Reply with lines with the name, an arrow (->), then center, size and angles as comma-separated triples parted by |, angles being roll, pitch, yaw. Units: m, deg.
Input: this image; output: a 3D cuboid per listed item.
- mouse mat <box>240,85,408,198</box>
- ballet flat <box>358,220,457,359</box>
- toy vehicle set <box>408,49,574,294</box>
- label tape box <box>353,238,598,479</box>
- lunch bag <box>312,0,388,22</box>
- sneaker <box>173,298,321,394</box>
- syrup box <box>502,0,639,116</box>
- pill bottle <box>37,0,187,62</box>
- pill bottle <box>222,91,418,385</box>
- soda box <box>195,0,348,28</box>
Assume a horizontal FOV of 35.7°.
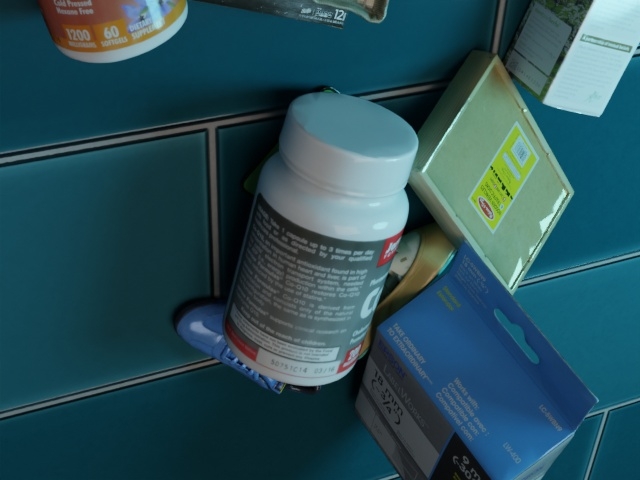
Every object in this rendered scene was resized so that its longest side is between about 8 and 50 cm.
mouse mat -> 0.017, -0.076, 1.121 | 0.153, 0.007, 0.189 | -48, 131, 13
ballet flat -> 0.080, 0.052, 1.209 | 0.073, 0.080, 0.232 | 32, 105, -24
toy vehicle set -> 0.201, -0.070, 1.158 | 0.166, 0.035, 0.267 | -56, 135, -14
label tape box -> 0.163, 0.197, 1.183 | 0.105, 0.241, 0.334 | -25, 151, -23
lunch bag -> -0.001, -0.350, 0.743 | 0.168, 0.235, 0.287 | 5, 123, -24
sneaker -> -0.078, 0.132, 1.181 | 0.209, 0.082, 0.069 | 27, 111, -38
syrup box -> 0.299, -0.263, 1.066 | 0.096, 0.093, 0.237 | 6, 121, -31
pill bottle -> -0.188, -0.261, 0.789 | 0.121, 0.121, 0.216 | -23, 132, -11
pill bottle -> 0.000, 0.000, 1.056 | 0.161, 0.161, 0.283 | -1, 126, -27
soda box -> -0.051, -0.246, 0.921 | 0.168, 0.053, 0.060 | 3, 123, -30
